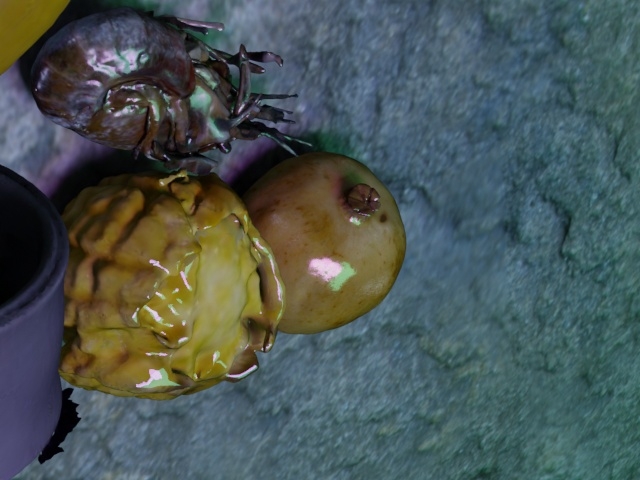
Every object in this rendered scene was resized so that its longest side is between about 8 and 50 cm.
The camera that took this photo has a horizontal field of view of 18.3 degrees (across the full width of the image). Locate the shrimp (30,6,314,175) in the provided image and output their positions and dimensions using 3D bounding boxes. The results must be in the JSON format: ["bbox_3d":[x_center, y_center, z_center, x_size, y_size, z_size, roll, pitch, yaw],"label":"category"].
[{"bbox_3d":[-0.114,-0.137,1.766,0.343,0.116,0.145,10,119,-50],"label":"shrimp"}]

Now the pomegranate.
[{"bbox_3d":[0.000,0.000,1.973,0.196,0.196,0.196,-31,140,-30],"label":"pomegranate"}]

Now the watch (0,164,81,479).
[{"bbox_3d":[-0.322,0.035,1.482,0.335,0.327,0.314,-22,136,-39],"label":"watch"}]

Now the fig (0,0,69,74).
[{"bbox_3d":[-0.282,-0.219,1.123,0.343,0.343,0.343,-31,140,-30],"label":"fig"}]

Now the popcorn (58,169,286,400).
[{"bbox_3d":[-0.152,0.045,1.825,0.250,0.190,0.250,-24,133,-27],"label":"popcorn"}]
